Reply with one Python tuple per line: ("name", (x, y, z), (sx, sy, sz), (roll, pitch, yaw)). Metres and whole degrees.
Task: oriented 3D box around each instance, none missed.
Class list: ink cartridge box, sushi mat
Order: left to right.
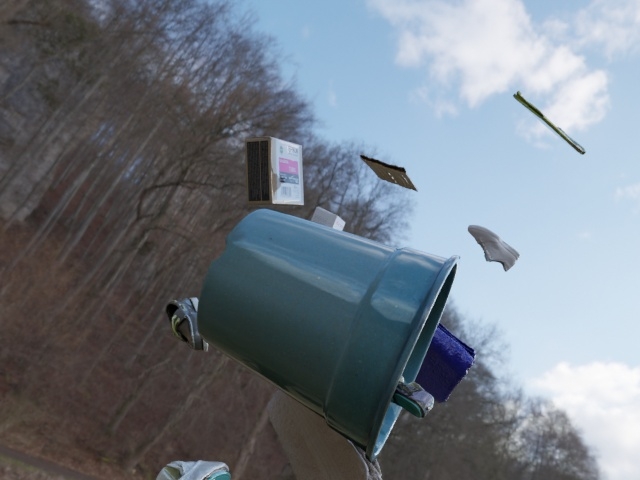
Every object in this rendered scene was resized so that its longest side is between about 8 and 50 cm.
("ink cartridge box", (-0.133, -0.200, 1.682), (0.088, 0.193, 0.234), (0, 3, 21))
("ink cartridge box", (0.000, 0.000, 1.448), (0.063, 0.150, 0.109), (23, -2, 15))
("sushi mat", (0.221, -0.208, 1.767), (0.151, 0.019, 0.316), (21, 1, 17))

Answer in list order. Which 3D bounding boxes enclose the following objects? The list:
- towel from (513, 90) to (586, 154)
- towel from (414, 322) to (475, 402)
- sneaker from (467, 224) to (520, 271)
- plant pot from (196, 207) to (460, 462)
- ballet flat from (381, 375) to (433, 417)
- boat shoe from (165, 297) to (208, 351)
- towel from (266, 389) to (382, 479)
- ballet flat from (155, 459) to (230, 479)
("towel", (0.521, -0.262, 1.272), (0.237, 0.102, 0.021), (18, -61, -44))
("towel", (0.223, 0.236, 1.371), (0.308, 0.076, 0.228), (43, -31, 21))
("sneaker", (0.605, 0.028, 2.015), (0.212, 0.094, 0.080), (36, -7, 3))
("plant pot", (0.005, 0.120, 0.918), (0.334, 0.341, 0.341), (23, -26, 16))
("ballet flat", (0.105, 0.198, 0.745), (0.114, 0.041, 0.041), (16, -22, 50))
("boat shoe", (-0.371, 0.235, 1.569), (0.091, 0.109, 0.305), (-1, 11, -21))
("towel", (-0.004, 0.376, 1.054), (0.049, 0.282, 0.187), (1, -47, -42))
("ballet flat", (-0.304, 0.524, 1.158), (0.139, 0.139, 0.400), (15, -1, 12))
